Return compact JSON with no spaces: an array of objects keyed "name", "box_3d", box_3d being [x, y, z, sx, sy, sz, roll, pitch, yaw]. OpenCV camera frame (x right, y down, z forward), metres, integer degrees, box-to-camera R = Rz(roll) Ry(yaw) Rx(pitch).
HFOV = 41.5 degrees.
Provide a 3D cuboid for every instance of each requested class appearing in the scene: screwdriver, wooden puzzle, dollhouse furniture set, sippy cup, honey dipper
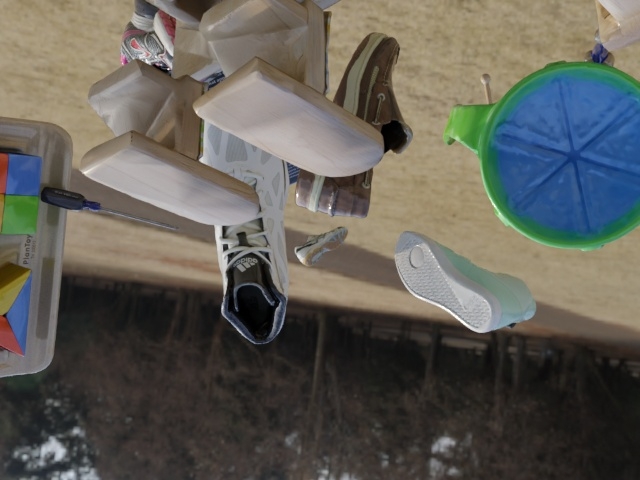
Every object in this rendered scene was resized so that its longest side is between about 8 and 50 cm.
[{"name":"screwdriver","box_3d":[-0.257,-0.037,1.036,0.170,0.024,0.025,13,-157,-15]},{"name":"wooden puzzle","box_3d":[-0.433,0.017,0.929,0.080,0.322,0.348,13,-171,40]},{"name":"dollhouse furniture set","box_3d":[0.041,-0.226,0.670,0.394,0.362,0.256,-19,150,39]},{"name":"sippy cup","box_3d":[0.337,-0.110,1.141,0.240,0.305,0.224,-37,174,13]},{"name":"honey dipper","box_3d":[0.304,-0.213,1.480,0.030,0.160,0.030,-9,-179,0]}]

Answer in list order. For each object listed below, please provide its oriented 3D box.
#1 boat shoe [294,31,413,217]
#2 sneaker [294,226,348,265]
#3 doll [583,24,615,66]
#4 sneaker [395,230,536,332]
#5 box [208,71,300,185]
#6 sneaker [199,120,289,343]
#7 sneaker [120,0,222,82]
[{"name":"boat shoe","box_3d":[0.057,-0.125,0.946,0.095,0.257,0.095,19,151,8]},{"name":"sneaker","box_3d":[0.000,0.000,1.194,0.037,0.083,0.032,40,154,37]},{"name":"doll","box_3d":[0.365,-0.287,1.031,0.046,0.129,0.189,23,168,14]},{"name":"sneaker","box_3d":[0.244,0.068,1.427,0.151,0.094,0.256,0,-149,-41]},{"name":"box","box_3d":[-0.144,-0.337,1.738,0.212,0.293,0.395,-23,138,-2]},{"name":"sneaker","box_3d":[-0.117,-0.026,1.493,0.169,0.447,0.257,-10,-160,-6]},{"name":"sneaker","box_3d":[-0.220,-0.276,1.254,0.121,0.112,0.299,21,-168,-30]}]
